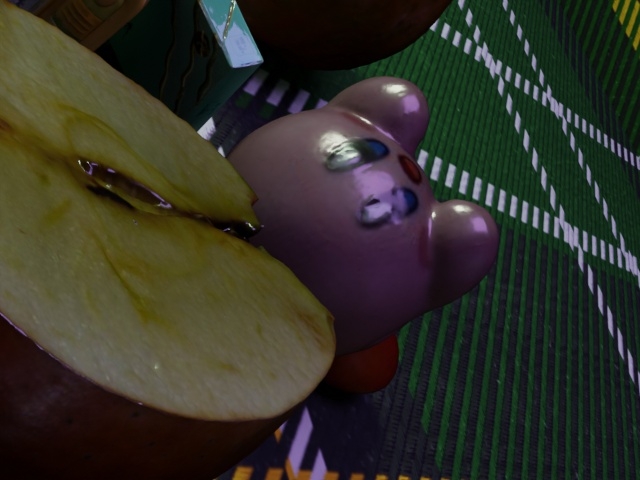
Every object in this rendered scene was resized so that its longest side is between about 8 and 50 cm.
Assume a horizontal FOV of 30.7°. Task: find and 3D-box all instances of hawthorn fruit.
[{"bbox_3d":[0.031,-0.409,1.341,0.403,0.403,0.403,41,30,-30],"label":"hawthorn fruit"}]

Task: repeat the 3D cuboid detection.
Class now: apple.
[{"bbox_3d":[-0.149,-0.005,0.690,0.365,0.295,0.328,26,69,-53],"label":"apple"}]

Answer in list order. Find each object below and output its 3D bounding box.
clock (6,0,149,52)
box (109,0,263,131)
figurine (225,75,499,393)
[{"bbox_3d":[-0.239,-0.248,0.955,0.202,0.143,0.096,48,25,-17],"label":"clock"},{"bbox_3d":[-0.148,-0.219,1.057,0.041,0.162,0.229,-20,79,-37],"label":"box"},{"bbox_3d":[-0.007,0.004,1.033,0.211,0.261,0.269,-18,76,-35],"label":"figurine"}]
